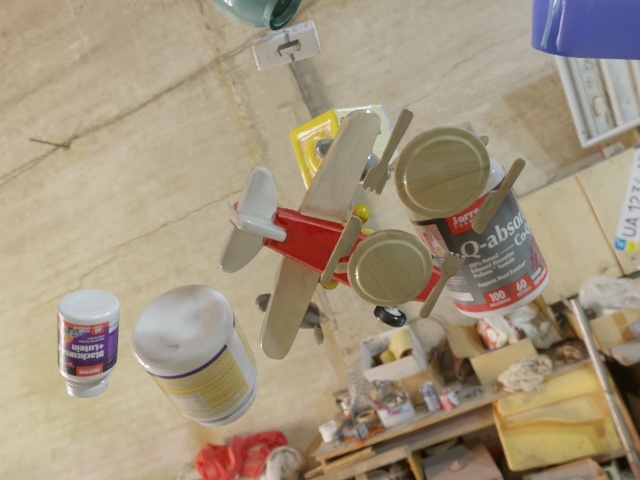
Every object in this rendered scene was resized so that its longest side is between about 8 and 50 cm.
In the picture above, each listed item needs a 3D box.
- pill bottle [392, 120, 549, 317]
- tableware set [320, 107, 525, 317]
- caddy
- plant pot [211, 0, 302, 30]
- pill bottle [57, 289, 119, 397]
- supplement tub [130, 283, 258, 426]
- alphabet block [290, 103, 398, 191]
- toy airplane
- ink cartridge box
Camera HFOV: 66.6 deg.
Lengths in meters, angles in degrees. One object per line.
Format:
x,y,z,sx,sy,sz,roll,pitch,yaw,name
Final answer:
0.303,-0.041,1.005,0.210,0.363,0.210,-29,14,8,pill bottle
0.089,-0.022,0.475,0.039,0.128,0.194,-95,27,-63,tableware set
0.515,-0.431,0.819,0.340,0.179,0.241,8,41,16,caddy
-0.174,-0.792,1.528,0.293,0.196,0.293,-49,-5,-5,plant pot
-0.450,0.203,0.944,0.107,0.194,0.108,10,22,-4,pill bottle
-0.295,0.296,1.215,0.240,0.241,0.332,-22,-45,-9,supplement tub
0.067,-0.243,1.313,0.197,0.193,0.193,-18,2,-40,alphabet block
0.000,0.000,0.926,0.385,0.385,0.272,-24,11,5,toy airplane
-0.114,-0.667,1.664,0.217,0.092,0.159,-12,33,5,ink cartridge box
